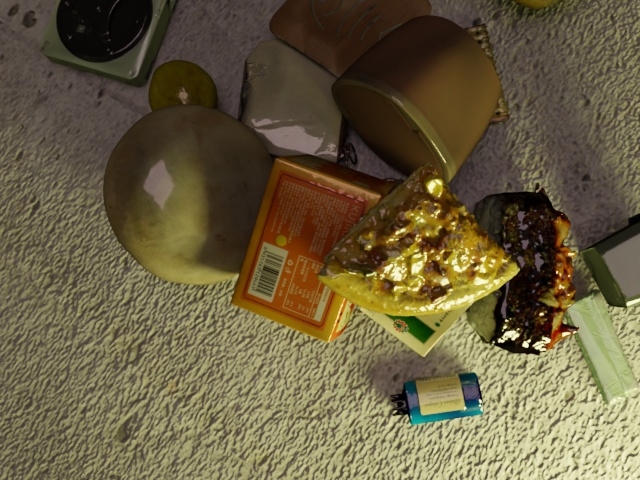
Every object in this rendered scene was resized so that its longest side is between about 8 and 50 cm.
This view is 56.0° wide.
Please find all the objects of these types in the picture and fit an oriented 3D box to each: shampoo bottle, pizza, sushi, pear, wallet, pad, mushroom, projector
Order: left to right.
[{"bbox_3d":[-0.495,-0.516,1.398,0.259,0.079,0.257,17,84,9],"label":"projector"},{"bbox_3d":[-0.298,-0.312,1.314,0.148,0.149,0.162,-31,61,-1],"label":"pear"},{"bbox_3d":[-0.264,-0.089,1.222,0.362,0.294,0.362,3,85,-36],"label":"mushroom"},{"bbox_3d":[-0.044,-0.315,1.340,0.274,0.068,0.335,5,75,2],"label":"wallet"},{"bbox_3d":[0.068,-0.505,1.355,0.284,0.018,0.286,35,75,9],"label":"pad"},{"bbox_3d":[0.168,0.049,0.998,0.258,0.087,0.268,-44,112,5],"label":"pizza"},{"bbox_3d":[0.232,0.321,1.217,0.183,0.050,0.087,-9,83,3],"label":"shampoo bottle"},{"bbox_3d":[0.390,0.049,1.193,0.181,0.196,0.344,5,86,-13],"label":"sushi"}]

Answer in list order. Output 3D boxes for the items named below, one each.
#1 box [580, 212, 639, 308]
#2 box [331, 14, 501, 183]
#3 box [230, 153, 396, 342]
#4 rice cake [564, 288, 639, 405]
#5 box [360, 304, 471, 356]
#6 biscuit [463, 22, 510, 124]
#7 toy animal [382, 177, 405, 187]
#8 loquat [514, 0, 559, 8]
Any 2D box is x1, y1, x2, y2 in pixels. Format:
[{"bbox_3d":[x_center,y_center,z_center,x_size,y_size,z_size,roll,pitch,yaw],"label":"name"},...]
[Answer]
[{"bbox_3d":[0.598,0.043,1.147,0.135,0.243,0.163,-28,80,13],"label":"box"},{"bbox_3d":[0.198,-0.285,1.196,0.301,0.301,0.216,38,82,9],"label":"box"},{"bbox_3d":[0.000,0.000,1.148,0.213,0.259,0.284,22,103,9],"label":"box"},{"bbox_3d":[0.567,0.214,1.212,0.080,0.042,0.222,-19,79,-3],"label":"rice cake"},{"bbox_3d":[0.196,0.100,1.171,0.168,0.212,0.095,38,48,11],"label":"box"},{"bbox_3d":[0.331,-0.360,1.336,0.139,0.016,0.232,-13,80,3],"label":"biscuit"},{"bbox_3d":[0.121,-0.085,1.285,0.219,0.069,0.086,-18,76,0],"label":"toy animal"},{"bbox_3d":[0.459,-0.642,1.254,0.276,0.276,0.284,-22,83,1],"label":"loquat"}]
